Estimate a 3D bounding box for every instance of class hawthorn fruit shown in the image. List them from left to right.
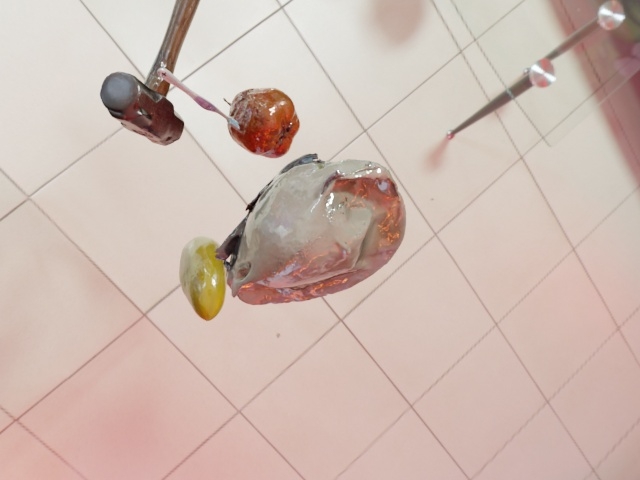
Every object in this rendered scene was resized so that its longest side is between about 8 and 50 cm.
[{"bbox_3d":[-0.193,-0.353,1.444,0.243,0.207,0.207,30,87,17],"label":"hawthorn fruit"}]

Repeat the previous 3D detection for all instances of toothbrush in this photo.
[{"bbox_3d":[-0.130,-0.153,0.546,0.011,0.013,0.131,-41,152,13],"label":"toothbrush"}]

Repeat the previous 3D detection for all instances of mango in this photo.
[{"bbox_3d":[-0.367,0.101,1.580,0.143,0.331,0.195,7,110,-26],"label":"mango"}]

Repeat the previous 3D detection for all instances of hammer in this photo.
[{"bbox_3d":[-0.334,-0.423,1.114,0.096,0.242,0.408,19,85,6],"label":"hammer"}]

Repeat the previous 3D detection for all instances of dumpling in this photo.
[{"bbox_3d":[-0.012,-0.013,0.717,0.293,0.163,0.205,-44,156,24],"label":"dumpling"}]
